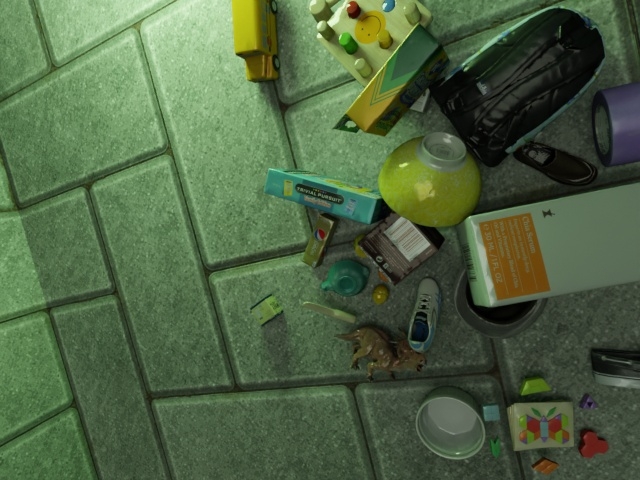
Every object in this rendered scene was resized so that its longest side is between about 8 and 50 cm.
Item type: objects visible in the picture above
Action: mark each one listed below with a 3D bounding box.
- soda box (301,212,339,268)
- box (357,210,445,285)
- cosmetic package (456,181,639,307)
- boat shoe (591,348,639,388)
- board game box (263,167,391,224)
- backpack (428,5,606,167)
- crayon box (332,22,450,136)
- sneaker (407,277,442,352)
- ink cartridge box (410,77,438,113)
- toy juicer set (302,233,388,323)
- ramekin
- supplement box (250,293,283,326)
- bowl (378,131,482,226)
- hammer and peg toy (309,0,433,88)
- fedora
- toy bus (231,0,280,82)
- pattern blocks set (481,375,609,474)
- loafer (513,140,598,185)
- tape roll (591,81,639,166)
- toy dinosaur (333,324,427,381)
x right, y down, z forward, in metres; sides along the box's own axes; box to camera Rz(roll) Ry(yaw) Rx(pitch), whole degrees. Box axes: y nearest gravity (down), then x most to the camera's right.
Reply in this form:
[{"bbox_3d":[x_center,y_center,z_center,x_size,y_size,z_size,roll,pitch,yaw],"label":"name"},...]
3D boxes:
[{"bbox_3d":[0.000,0.000,1.406,0.058,0.061,0.182,28,108,16],"label":"soda box"},{"bbox_3d":[0.246,0.003,1.230,0.167,0.203,0.168,-44,81,22],"label":"box"},{"bbox_3d":[0.602,0.015,1.027,0.452,0.161,0.230,-12,82,5],"label":"cosmetic package"},{"bbox_3d":[0.891,0.326,1.078,0.306,0.113,0.105,-8,90,38],"label":"boat shoe"},{"bbox_3d":[0.037,-0.144,1.263,0.335,0.253,0.079,18,104,18],"label":"board game box"},{"bbox_3d":[0.517,-0.410,1.048,0.290,0.273,0.355,54,133,8],"label":"backpack"},{"bbox_3d":[0.196,-0.396,1.116,0.083,0.203,0.323,48,115,9],"label":"crayon box"},{"bbox_3d":[0.320,0.222,1.258,0.085,0.086,0.237,5,66,23],"label":"sneaker"},{"bbox_3d":[0.281,-0.464,1.214,0.109,0.063,0.151,22,107,18],"label":"ink cartridge box"},{"bbox_3d":[0.118,0.153,1.382,0.209,0.089,0.329,37,109,-7],"label":"toy juicer set"},{"bbox_3d":[0.413,0.568,1.309,0.207,0.109,0.207,3,100,21],"label":"ramekin"},{"bbox_3d":[-0.200,0.260,1.532,0.083,0.056,0.083,-38,84,23],"label":"supplement box"},{"bbox_3d":[0.311,-0.195,1.108,0.289,0.289,0.156,29,147,15],"label":"bowl"},{"bbox_3d":[0.117,-0.647,1.183,0.266,0.127,0.361,-43,70,19],"label":"hammer and peg toy"},{"bbox_3d":[0.511,0.133,1.184,0.243,0.124,0.276,27,94,13],"label":"fedora"},{"bbox_3d":[-0.213,-0.700,1.338,0.108,0.130,0.333,2,99,22],"label":"toy bus"},{"bbox_3d":[0.647,0.540,1.199,0.324,0.026,0.286,-18,92,4],"label":"pattern blocks set"},{"bbox_3d":[0.629,-0.206,1.109,0.219,0.078,0.080,25,107,17],"label":"loafer"},{"bbox_3d":[0.728,-0.278,0.998,0.080,0.189,0.189,-9,95,22],"label":"tape roll"},{"bbox_3d":[0.200,0.348,1.353,0.295,0.127,0.201,33,110,18],"label":"toy dinosaur"}]
